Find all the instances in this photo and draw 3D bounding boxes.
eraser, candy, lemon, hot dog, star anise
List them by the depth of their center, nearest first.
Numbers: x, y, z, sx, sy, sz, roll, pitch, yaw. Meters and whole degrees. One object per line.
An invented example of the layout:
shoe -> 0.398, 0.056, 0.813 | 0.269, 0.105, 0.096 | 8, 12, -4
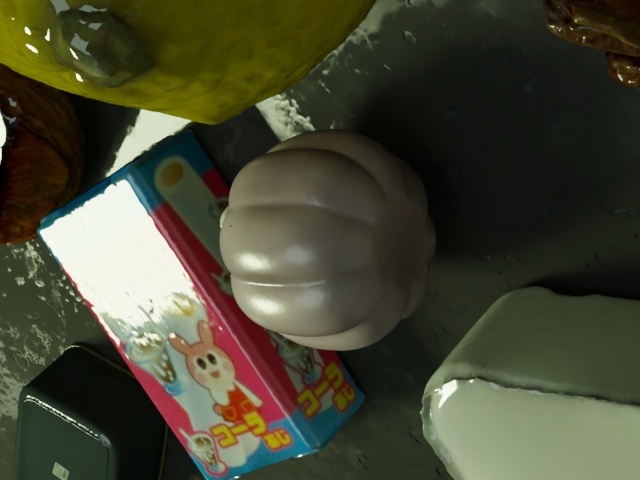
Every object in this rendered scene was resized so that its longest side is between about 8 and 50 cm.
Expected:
lemon -> -0.110, -0.249, 0.925 | 0.350, 0.387, 0.350 | 10, 140, 8
star anise -> 0.255, -0.129, 0.932 | 0.212, 0.111, 0.196 | -13, 116, 32
eraser -> 0.233, 0.163, 1.090 | 0.331, 0.150, 0.331 | 17, 127, 23
candy -> -0.110, 0.066, 1.301 | 0.157, 0.100, 0.306 | -27, 101, 43
hot dog -> -0.306, -0.090, 1.339 | 0.160, 0.099, 0.227 | 42, 133, 7

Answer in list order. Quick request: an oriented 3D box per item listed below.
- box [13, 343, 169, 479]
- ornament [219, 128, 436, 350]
box -> -0.248, 0.227, 1.499 | 0.144, 0.090, 0.201 | 28, 129, 18
ornament -> 0.000, 0.000, 1.135 | 0.177, 0.177, 0.177 | 17, 125, 26
